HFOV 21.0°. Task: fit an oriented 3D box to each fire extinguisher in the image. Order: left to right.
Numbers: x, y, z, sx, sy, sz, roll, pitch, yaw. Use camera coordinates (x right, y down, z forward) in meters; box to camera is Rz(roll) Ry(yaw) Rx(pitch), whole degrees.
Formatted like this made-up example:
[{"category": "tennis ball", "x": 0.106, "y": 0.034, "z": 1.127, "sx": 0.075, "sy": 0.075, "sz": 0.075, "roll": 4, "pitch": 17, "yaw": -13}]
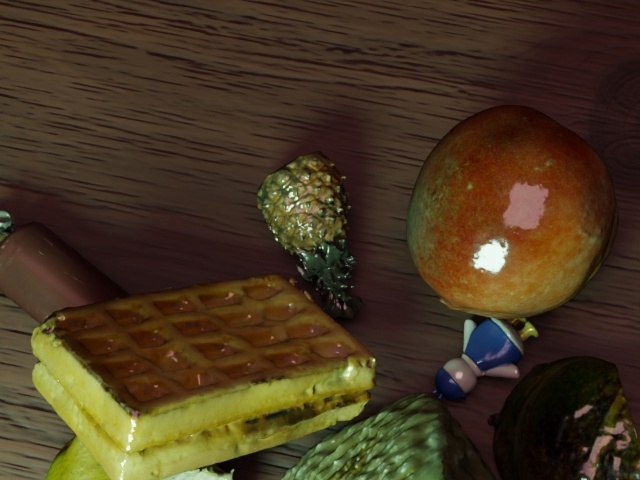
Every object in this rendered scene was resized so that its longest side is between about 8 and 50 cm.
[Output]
[{"category": "fire extinguisher", "x": -0.305, "y": 0.061, "z": 2.004, "sx": 0.269, "sy": 0.105, "sz": 0.105, "roll": 37, "pitch": 81, "yaw": 12}]

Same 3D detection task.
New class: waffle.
[{"category": "waffle", "x": -0.123, "y": 0.139, "z": 1.852, "sx": 0.327, "sy": 0.098, "sz": 0.224, "roll": -10, "pitch": 36, "yaw": -36}]

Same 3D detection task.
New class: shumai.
[{"category": "shumai", "x": 0.105, "y": 0.377, "z": 1.802, "sx": 0.324, "sy": 0.397, "sz": 0.323, "roll": -43, "pitch": 107, "yaw": 12}]

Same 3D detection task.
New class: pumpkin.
[{"category": "pumpkin", "x": 0.281, "y": 0.260, "z": 1.896, "sx": 0.163, "sy": 0.111, "sz": 0.278, "roll": -16, "pitch": 75, "yaw": 5}]

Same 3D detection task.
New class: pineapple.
[{"category": "pineapple", "x": 0.000, "y": 0.000, "z": 1.991, "sx": 0.108, "sy": 0.108, "sz": 0.198, "roll": -21, "pitch": 81, "yaw": -1}]

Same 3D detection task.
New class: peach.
[{"category": "peach", "x": 0.208, "y": -0.024, "z": 1.905, "sx": 0.252, "sy": 0.252, "sz": 0.252, "roll": -1, "pitch": 75, "yaw": 4}]

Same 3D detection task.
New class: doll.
[{"category": "doll", "x": 0.182, "y": 0.135, "z": 1.962, "sx": 0.143, "sy": 0.057, "sz": 0.099, "roll": -40, "pitch": 54, "yaw": -6}]

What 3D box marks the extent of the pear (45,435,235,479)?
[{"category": "pear", "x": -0.224, "y": 0.278, "z": 1.894, "sx": 0.267, "sy": 0.267, "sz": 0.178, "roll": -28, "pitch": 51, "yaw": -3}]
